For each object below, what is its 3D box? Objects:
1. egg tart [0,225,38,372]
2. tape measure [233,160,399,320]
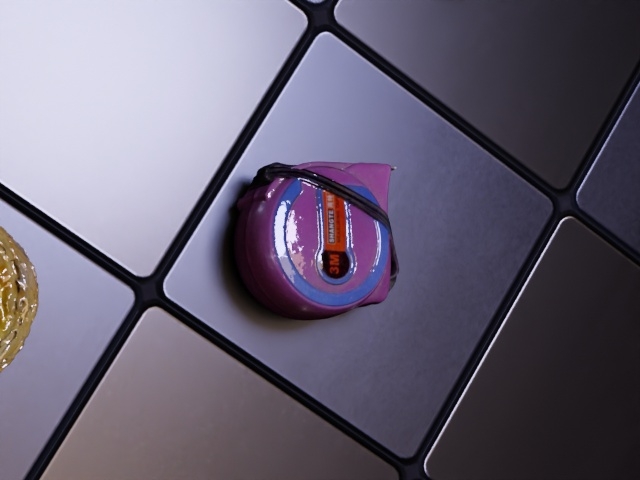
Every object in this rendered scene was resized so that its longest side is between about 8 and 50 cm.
[{"bbox_3d":[-0.257,0.039,1.341,0.129,0.049,0.128,4,79,-24],"label":"egg tart"},{"bbox_3d":[0.000,0.000,1.437,0.125,0.074,0.118,4,80,-27],"label":"tape measure"}]
